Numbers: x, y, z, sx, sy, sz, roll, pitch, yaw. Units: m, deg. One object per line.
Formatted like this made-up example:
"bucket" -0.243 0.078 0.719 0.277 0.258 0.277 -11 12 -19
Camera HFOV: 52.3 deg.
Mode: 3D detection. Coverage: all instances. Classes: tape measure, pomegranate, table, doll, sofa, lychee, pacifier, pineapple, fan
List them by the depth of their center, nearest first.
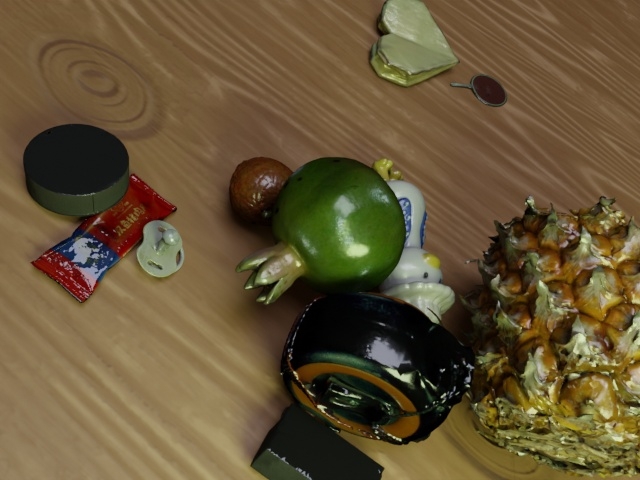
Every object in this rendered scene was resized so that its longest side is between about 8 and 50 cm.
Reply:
"sofa" -0.003 0.278 0.793 0.147 0.060 0.085 34 37 0
"tape measure" 0.062 0.161 0.794 0.223 0.202 0.135 21 51 0
"pomegranate" -0.001 -0.001 0.836 0.225 0.187 0.187 -35 78 -21
"pineapple" 0.339 0.134 0.849 0.353 0.352 0.300 26 63 -6
"pacifier" -0.203 0.008 0.864 0.068 0.064 0.083 28 52 -27
"table" -0.326 -0.096 0.878 0.134 0.043 0.133 8 51 -10
"lychee" -0.072 -0.060 0.937 0.140 0.114 0.101 39 76 25
"doll" 0.122 0.011 0.964 0.138 0.119 0.293 33 42 -46
"fan" 0.318 -0.305 1.309 0.133 0.005 0.085 4 60 -21

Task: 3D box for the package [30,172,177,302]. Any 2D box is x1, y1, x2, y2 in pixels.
"package" -0.281 -0.009 0.868 0.083 0.022 0.200 36 52 1

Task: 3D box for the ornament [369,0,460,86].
"ornament" 0.190 -0.376 1.272 0.180 0.059 0.201 19 58 -12
